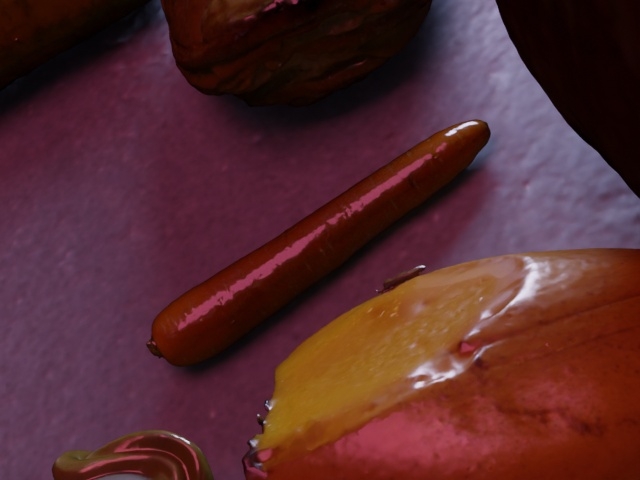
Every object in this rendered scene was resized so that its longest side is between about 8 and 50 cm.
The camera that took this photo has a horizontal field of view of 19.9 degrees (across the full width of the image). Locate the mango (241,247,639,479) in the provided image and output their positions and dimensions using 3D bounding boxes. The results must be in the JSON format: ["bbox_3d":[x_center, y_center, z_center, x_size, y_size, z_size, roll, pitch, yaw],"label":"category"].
[{"bbox_3d":[0.102,0.092,0.938,0.257,0.138,0.187,-16,36,14],"label":"mango"}]

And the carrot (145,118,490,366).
[{"bbox_3d":[0.000,0.000,1.108,0.248,0.043,0.043,-35,50,1],"label":"carrot"}]

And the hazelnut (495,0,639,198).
[{"bbox_3d":[0.273,-0.179,0.889,0.402,0.402,0.429,-27,46,9],"label":"hazelnut"}]

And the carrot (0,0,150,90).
[{"bbox_3d":[-0.263,-0.145,1.291,0.301,0.114,0.114,-30,51,5],"label":"carrot"}]

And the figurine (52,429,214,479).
[{"bbox_3d":[-0.136,0.233,0.961,0.193,0.133,0.274,10,62,28],"label":"figurine"}]

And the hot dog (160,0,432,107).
[{"bbox_3d":[-0.028,-0.204,1.205,0.196,0.122,0.272,-26,47,8],"label":"hot dog"}]
